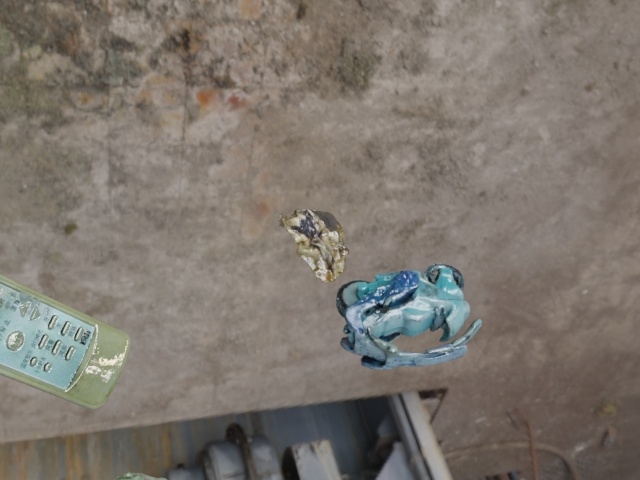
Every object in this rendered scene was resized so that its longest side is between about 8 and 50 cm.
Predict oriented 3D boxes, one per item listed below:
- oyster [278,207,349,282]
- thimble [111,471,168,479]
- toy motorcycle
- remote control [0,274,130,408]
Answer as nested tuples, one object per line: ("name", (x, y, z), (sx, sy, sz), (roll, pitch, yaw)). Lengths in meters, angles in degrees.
("oyster", (-0.001, -0.007, 0.899), (0.051, 0.148, 0.103), (-43, 101, 9))
("thimble", (-0.143, 0.304, 0.619), (0.150, 0.219, 0.219), (18, 132, -3))
("toy motorcycle", (0.163, 0.137, 1.409), (0.260, 0.206, 0.154), (-9, 138, -12))
("remote control", (-0.323, 0.106, 0.853), (0.233, 0.098, 0.038), (33, 158, -32))
